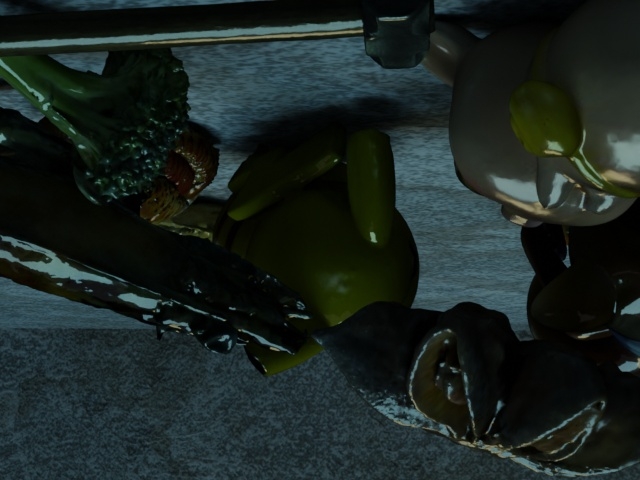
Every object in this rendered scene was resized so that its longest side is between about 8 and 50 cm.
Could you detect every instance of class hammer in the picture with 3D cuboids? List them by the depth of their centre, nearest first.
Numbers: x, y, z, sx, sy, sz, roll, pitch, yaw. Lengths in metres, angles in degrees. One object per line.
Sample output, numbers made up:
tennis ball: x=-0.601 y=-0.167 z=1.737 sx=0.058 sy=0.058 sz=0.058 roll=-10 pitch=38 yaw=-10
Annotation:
hammer: x=-0.113 y=-0.129 z=1.021 sx=0.365 sy=0.043 sz=0.111 roll=-3 pitch=171 yaw=1

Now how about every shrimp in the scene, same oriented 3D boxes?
shrimp: x=-0.206 y=-0.029 z=1.242 sx=0.445 sy=0.085 sz=0.272 roll=25 pitch=-164 yaw=0

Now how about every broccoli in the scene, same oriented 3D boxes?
broccoli: x=-0.176 y=-0.107 z=1.120 sx=0.204 sy=0.122 sz=0.118 roll=31 pitch=176 yaw=-41

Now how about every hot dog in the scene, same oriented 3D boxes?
hot dog: x=-0.140 y=-0.059 z=1.485 sx=0.053 sy=0.099 sz=0.192 roll=39 pitch=-174 yaw=17

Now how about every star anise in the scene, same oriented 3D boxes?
star anise: x=0.134 y=0.117 z=1.347 sx=0.315 sy=0.108 sz=0.315 roll=21 pitch=176 yaw=2

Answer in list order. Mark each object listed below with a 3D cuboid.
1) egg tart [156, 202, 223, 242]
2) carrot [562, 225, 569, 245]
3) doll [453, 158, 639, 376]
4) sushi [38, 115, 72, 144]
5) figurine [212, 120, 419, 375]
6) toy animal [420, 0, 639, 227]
egg tart: x=-0.199 y=0.009 z=1.959 sx=0.279 sy=0.095 sz=0.279 roll=2 pitch=174 yaw=0
carrot: x=0.322 y=-0.008 z=1.812 sx=0.067 sy=0.067 sz=0.225 roll=-3 pitch=172 yaw=32
doll: x=0.283 y=0.004 z=1.406 sx=0.318 sy=0.209 sz=0.340 roll=2 pitch=170 yaw=16
sushi: x=-0.202 y=-0.085 z=1.458 sx=0.055 sy=0.052 sz=0.120 roll=15 pitch=178 yaw=32
figurine: x=-0.002 y=-0.001 z=1.482 sx=0.169 sy=0.218 sz=0.327 roll=27 pitch=-176 yaw=-21
toy animal: x=0.171 y=-0.085 z=1.044 sx=0.165 sy=0.149 sz=0.248 roll=25 pitch=170 yaw=-26
